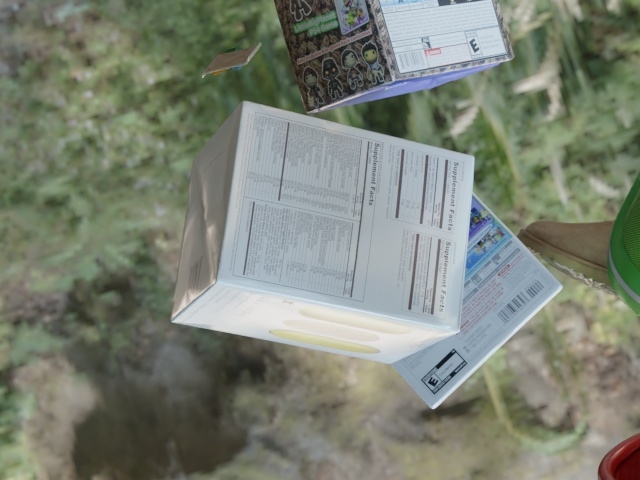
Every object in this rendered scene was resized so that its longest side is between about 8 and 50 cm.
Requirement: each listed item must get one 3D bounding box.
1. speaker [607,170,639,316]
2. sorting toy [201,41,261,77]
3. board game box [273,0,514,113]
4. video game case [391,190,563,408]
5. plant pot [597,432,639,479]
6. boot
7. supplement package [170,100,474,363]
[{"bbox_3d":[0.324,-0.052,1.180,0.131,0.131,0.297,-15,148,-20],"label":"speaker"},{"bbox_3d":[-0.095,-0.204,1.654,0.062,0.012,0.083,-15,-159,21],"label":"sorting toy"},{"bbox_3d":[0.065,-0.314,1.681,0.141,0.291,0.232,-15,180,43],"label":"board game box"},{"bbox_3d":[0.145,0.058,1.756,0.212,0.193,0.023,-44,167,6],"label":"video game case"},{"bbox_3d":[0.335,0.254,1.224,0.191,0.174,0.191,-10,-169,2],"label":"plant pot"},{"bbox_3d":[0.389,-0.064,1.761,0.236,0.270,0.089,26,177,34],"label":"boot"},{"bbox_3d":[0.000,0.000,1.583,0.262,0.198,0.199,12,162,-17],"label":"supplement package"}]
